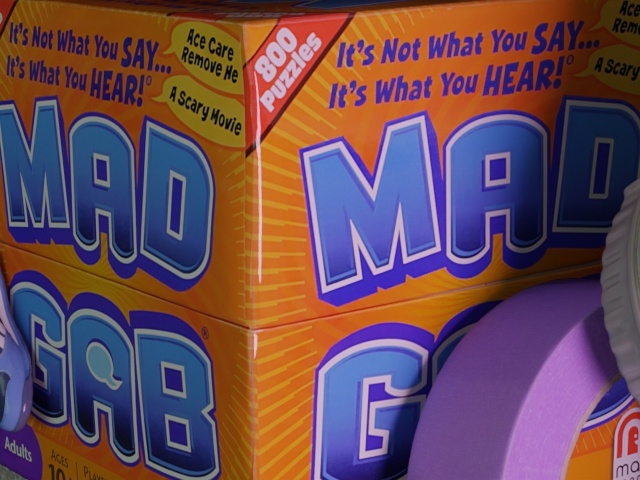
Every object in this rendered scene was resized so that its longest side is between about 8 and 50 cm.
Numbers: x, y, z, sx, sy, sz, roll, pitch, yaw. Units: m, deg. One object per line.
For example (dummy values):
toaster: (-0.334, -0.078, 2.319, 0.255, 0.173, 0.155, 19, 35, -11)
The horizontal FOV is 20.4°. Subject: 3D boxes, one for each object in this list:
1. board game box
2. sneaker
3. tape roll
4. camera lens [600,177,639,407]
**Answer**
board game box: (0.000, 0.000, 1.253, 0.356, 0.356, 0.356, 15, 110, 52)
sneaker: (-0.245, 0.071, 1.253, 0.053, 0.059, 0.144, -44, 63, 47)
tape roll: (0.185, 0.161, 1.103, 0.090, 0.275, 0.274, -1, 97, 54)
camera lens: (0.311, 0.007, 0.941, 0.274, 0.219, 0.219, -31, 72, 53)
